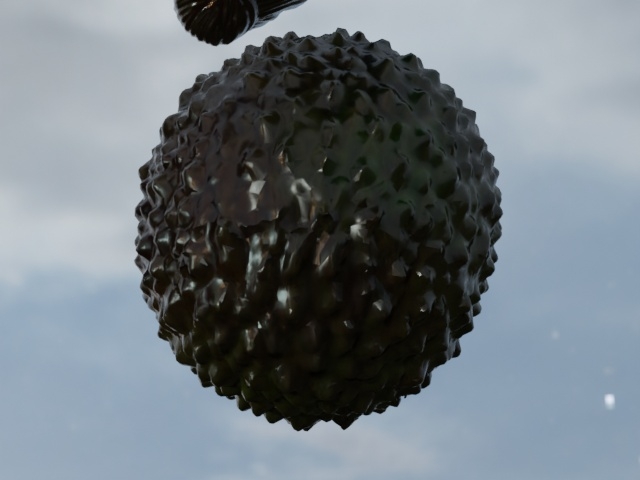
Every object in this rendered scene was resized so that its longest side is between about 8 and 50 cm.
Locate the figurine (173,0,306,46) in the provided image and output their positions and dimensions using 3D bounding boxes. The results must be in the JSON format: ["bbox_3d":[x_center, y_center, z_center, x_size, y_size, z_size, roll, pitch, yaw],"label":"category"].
[{"bbox_3d":[0.004,-0.279,1.287,0.187,0.168,0.315,22,-54,-32],"label":"figurine"}]

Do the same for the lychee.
[{"bbox_3d":[0.000,0.000,0.746,0.171,0.171,0.171,-1,-24,-1],"label":"lychee"}]
